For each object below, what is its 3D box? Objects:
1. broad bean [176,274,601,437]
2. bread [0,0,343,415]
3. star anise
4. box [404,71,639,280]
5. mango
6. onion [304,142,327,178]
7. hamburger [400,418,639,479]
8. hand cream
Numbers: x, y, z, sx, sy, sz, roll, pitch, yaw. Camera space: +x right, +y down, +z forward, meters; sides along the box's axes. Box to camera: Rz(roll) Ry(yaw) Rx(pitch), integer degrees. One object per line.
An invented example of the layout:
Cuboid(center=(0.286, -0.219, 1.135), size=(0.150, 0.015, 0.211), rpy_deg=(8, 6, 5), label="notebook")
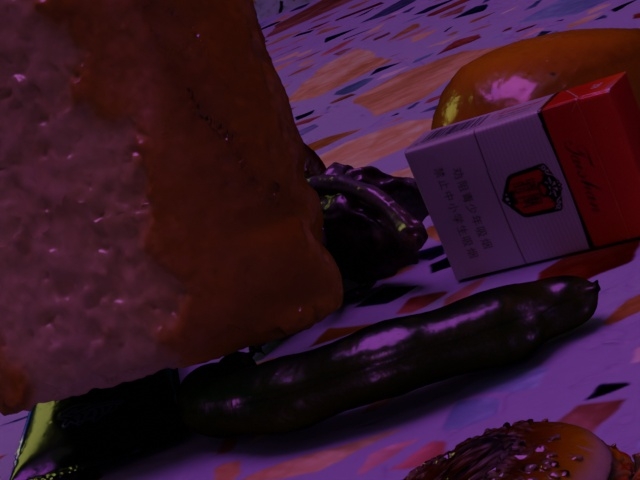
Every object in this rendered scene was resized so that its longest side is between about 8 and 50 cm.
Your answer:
Cuboid(center=(0.015, 0.070, 0.964), size=(0.292, 0.049, 0.144), rpy_deg=(-14, 10, 39), label="broad bean")
Cuboid(center=(-0.141, -0.100, 1.024), size=(0.236, 0.375, 0.165), rpy_deg=(-19, 2, 6), label="bread")
Cuboid(center=(0.000, 0.000, 1.190), size=(0.231, 0.089, 0.209), rpy_deg=(-28, 15, 37), label="star anise")
Cuboid(center=(0.142, -0.040, 1.075), size=(0.152, 0.100, 0.048), rpy_deg=(-16, 17, 29), label="box")
Cuboid(center=(0.189, -0.101, 1.239), size=(0.176, 0.119, 0.317), rpy_deg=(-15, 6, 42), label="mango")
Cuboid(center=(-0.051, -0.047, 1.436), size=(0.118, 0.119, 0.117), rpy_deg=(-15, 19, 33), label="onion")
Cuboid(center=(0.065, 0.116, 0.612), size=(0.141, 0.081, 0.126), rpy_deg=(-18, 13, 27), label="hamburger")
Cuboid(center=(-0.149, 0.100, 1.142), size=(0.120, 0.061, 0.270), rpy_deg=(-17, 20, 1), label="hand cream")
